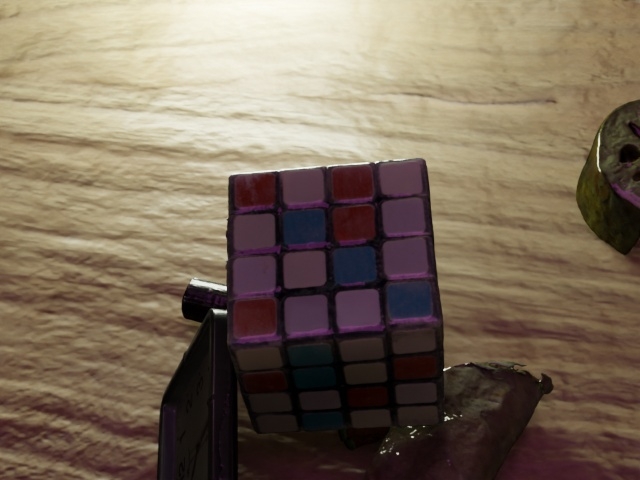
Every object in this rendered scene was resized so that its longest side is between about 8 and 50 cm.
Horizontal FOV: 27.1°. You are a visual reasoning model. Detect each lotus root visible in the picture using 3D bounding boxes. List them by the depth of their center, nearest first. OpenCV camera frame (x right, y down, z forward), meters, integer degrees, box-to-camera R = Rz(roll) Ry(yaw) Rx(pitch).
[{"bbox_3d":[0.463,-0.108,1.983,0.138,0.119,0.235,18,60,12],"label":"lotus root"}]

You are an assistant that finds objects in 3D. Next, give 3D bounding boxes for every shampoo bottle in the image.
[{"bbox_3d":[-0.058,0.111,1.861,0.278,0.104,0.104,13,57,11],"label":"shampoo bottle"}]

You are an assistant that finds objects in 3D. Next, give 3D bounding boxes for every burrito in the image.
[{"bbox_3d":[0.161,0.268,1.721,0.175,0.107,0.348,22,46,19],"label":"burrito"}]

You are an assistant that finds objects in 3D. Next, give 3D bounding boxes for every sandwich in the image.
[{"bbox_3d":[0.064,0.243,1.814,0.069,0.026,0.101,18,61,10],"label":"sandwich"}]

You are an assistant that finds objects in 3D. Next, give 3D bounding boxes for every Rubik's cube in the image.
[{"bbox_3d":[0.023,0.074,1.664,0.253,0.256,0.259,-3,56,4],"label":"Rubik's cube"}]

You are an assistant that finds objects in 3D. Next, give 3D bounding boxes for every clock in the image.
[{"bbox_3d":[-0.152,0.259,1.668,0.049,0.279,0.273,10,54,-17],"label":"clock"}]
